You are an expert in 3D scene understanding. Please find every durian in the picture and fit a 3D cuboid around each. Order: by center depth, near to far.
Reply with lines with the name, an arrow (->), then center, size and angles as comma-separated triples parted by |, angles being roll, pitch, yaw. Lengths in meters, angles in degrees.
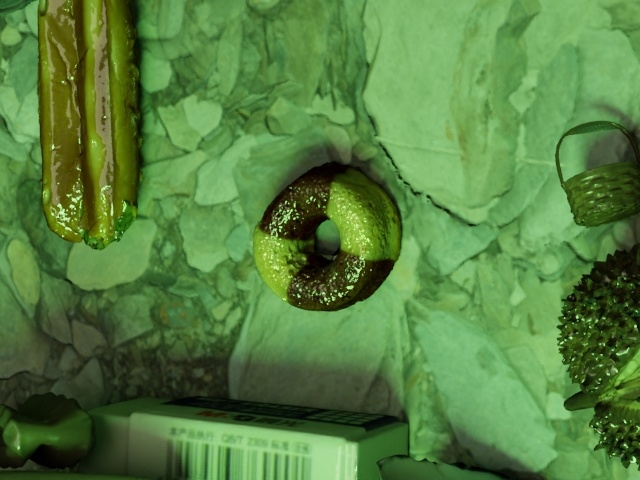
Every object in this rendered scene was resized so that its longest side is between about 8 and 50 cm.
durian -> 0.265, 0.097, 1.425 | 0.196, 0.167, 0.196 | 11, 106, 40

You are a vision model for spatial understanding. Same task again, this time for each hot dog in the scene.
hot dog -> -0.220, -0.124, 1.684 | 0.115, 0.072, 0.269 | 4, 97, 25

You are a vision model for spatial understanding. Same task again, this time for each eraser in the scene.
eraser -> -0.070, 0.193, 1.610 | 0.279, 0.124, 0.081 | 3, 95, 25

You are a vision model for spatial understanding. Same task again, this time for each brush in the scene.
brush -> -0.295, 0.181, 1.676 | 0.301, 0.084, 0.071 | -14, 77, 63

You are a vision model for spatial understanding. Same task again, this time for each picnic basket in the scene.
picnic basket -> 0.232, -0.058, 1.479 | 0.072, 0.072, 0.083 | -19, 77, 26

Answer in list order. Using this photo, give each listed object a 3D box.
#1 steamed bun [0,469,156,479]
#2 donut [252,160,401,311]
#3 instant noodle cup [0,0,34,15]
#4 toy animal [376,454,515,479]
steamed bun -> -0.265, 0.429, 1.577 | 0.371, 0.290, 0.456 | -2, 120, 22
donut -> 0.000, 0.000, 1.599 | 0.140, 0.059, 0.140 | 4, 99, 24
instant noodle cup -> -0.348, -0.305, 1.701 | 0.208, 0.125, 0.177 | 3, 95, 25
toy animal -> 0.101, 0.284, 1.528 | 0.166, 0.138, 0.179 | 22, 112, 6
